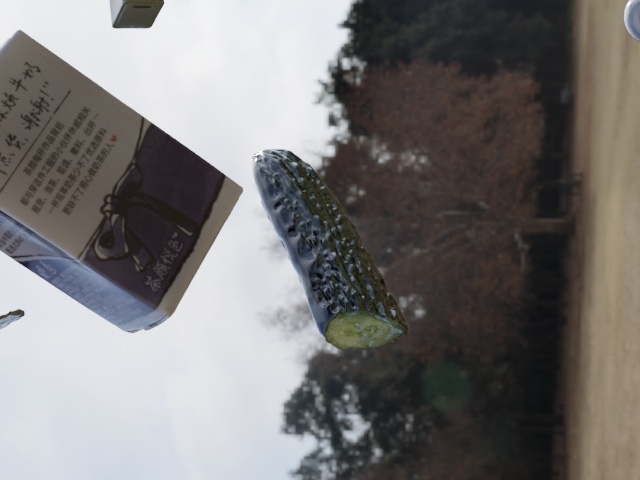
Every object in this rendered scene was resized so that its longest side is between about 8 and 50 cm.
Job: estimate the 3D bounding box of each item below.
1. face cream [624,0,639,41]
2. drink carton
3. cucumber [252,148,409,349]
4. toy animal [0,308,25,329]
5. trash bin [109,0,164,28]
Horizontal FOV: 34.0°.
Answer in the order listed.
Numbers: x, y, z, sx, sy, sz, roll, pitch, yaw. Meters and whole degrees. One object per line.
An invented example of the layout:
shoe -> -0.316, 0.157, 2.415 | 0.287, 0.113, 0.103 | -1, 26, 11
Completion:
face cream -> 0.433, -0.241, 1.043 | 0.291, 0.144, 0.071 | -21, -67, -40
drink carton -> -0.195, -0.043, 0.834 | 0.102, 0.222, 0.134 | -21, 37, 59
cucumber -> 0.001, 0.001, 0.983 | 0.077, 0.077, 0.265 | 79, 169, -50
toy animal -> -0.444, 0.063, 0.836 | 0.225, 0.284, 0.302 | 54, -177, -2
trash bin -> -0.190, -0.269, 1.056 | 0.061, 0.043, 0.092 | 146, 117, -62
